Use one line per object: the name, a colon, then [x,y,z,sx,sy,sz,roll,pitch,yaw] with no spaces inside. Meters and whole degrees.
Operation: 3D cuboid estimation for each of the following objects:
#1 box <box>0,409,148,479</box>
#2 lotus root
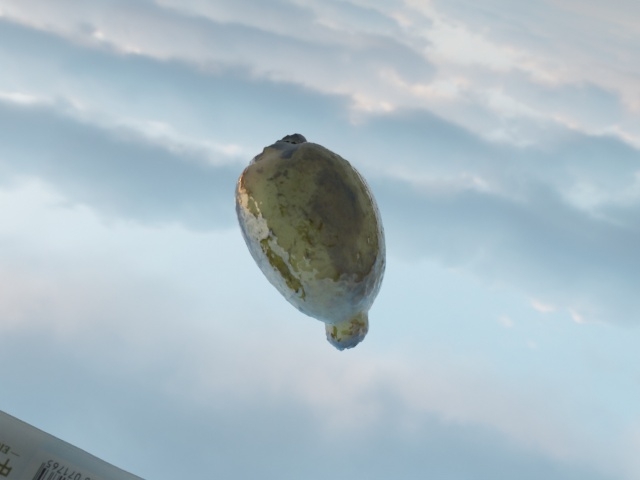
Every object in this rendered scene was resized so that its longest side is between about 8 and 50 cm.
box: [-0.256,0.204,0.540,0.242,0.155,0.067,23,-122,6]
lotus root: [0.000,0.000,0.603,0.138,0.138,0.214,-24,-93,-48]
